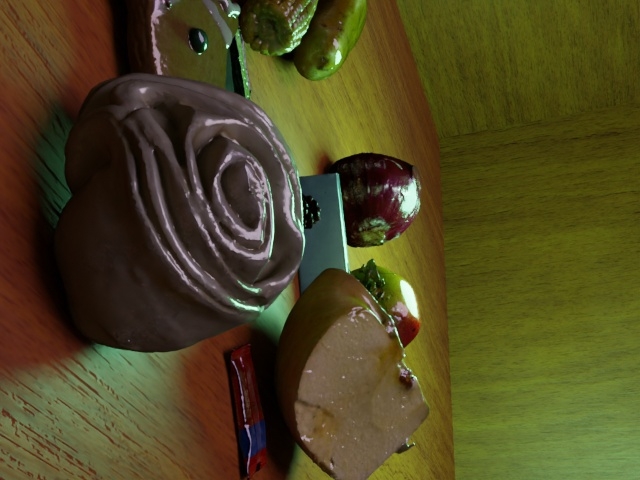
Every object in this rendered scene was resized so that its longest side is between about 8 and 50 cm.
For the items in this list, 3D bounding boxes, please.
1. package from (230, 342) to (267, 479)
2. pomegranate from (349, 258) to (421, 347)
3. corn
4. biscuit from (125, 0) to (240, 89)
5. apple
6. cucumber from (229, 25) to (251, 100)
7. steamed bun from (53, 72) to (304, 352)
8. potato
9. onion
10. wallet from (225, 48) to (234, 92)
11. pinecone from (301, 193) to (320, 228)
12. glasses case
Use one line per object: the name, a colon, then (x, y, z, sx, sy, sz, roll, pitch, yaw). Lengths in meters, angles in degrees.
package: (-0.112, 0.263, 1.243, 0.083, 0.022, 0.201, 0, 83, -72)
pomegranate: (0.112, 0.149, 1.716, 0.235, 0.210, 0.210, 76, 15, -45)
corn: (-0.071, -0.462, 1.565, 0.344, 0.131, 0.131, -73, 150, -56)
biscuit: (-0.177, -0.174, 1.088, 0.283, 0.064, 0.433, 16, 72, -60)
apple: (0.037, 0.222, 1.377, 0.309, 0.252, 0.314, 58, 24, -27)
cucumber: (-0.153, -0.330, 1.377, 0.070, 0.046, 0.220, -33, 115, -74)
steamed bun: (-0.124, -0.026, 0.910, 0.324, 0.219, 0.310, 6, 86, -57)
potato: (0.019, -0.469, 1.769, 0.176, 0.195, 0.369, 56, 26, -29)
onion: (0.133, -0.114, 1.922, 0.207, 0.206, 0.216, 53, 31, -57)
wallet: (-0.187, -0.304, 1.234, 0.197, 0.051, 0.378, -15, 98, -73)
pinecone: (-0.044, -0.053, 1.543, 0.083, 0.077, 0.077, -22, 103, -55)
glasses case: (0.000, 0.000, 1.636, 0.056, 0.105, 0.266, 95, -11, -80)
